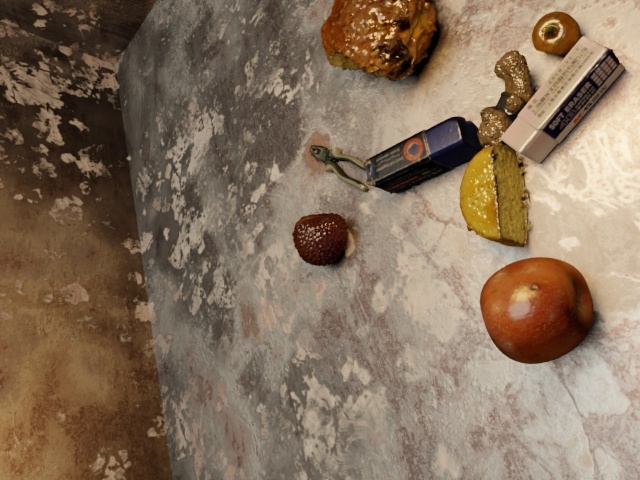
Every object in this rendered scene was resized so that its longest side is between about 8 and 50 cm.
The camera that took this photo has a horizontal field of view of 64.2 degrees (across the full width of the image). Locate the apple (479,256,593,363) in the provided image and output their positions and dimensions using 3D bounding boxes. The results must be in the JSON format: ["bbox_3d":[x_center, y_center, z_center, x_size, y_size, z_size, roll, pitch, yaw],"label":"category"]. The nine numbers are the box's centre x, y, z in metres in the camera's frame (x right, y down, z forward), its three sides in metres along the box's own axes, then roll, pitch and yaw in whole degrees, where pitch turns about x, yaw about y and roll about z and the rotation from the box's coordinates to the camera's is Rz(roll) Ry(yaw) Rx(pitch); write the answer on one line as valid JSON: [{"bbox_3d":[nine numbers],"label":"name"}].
[{"bbox_3d":[0.486,0.150,1.145,0.253,0.253,0.254,-10,76,43],"label":"apple"}]

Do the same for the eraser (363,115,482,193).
[{"bbox_3d":[0.292,-0.238,1.477,0.332,0.154,0.102,-22,70,39],"label":"eraser"}]

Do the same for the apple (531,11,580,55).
[{"bbox_3d":[0.590,-0.515,1.273,0.114,0.101,0.099,28,115,36],"label":"apple"}]

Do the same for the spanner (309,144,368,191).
[{"bbox_3d":[0.065,-0.268,1.782,0.324,0.040,0.096,37,108,40],"label":"spanner"}]

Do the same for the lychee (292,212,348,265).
[{"bbox_3d":[0.000,0.000,1.709,0.188,0.188,0.188,-10,76,43],"label":"lychee"}]

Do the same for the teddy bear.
[{"bbox_3d":[0.492,-0.361,1.326,0.129,0.182,0.252,19,96,8],"label":"teddy bear"}]

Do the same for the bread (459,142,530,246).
[{"bbox_3d":[0.437,-0.105,1.309,0.147,0.160,0.261,-11,81,49],"label":"bread"}]

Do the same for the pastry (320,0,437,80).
[{"bbox_3d":[0.188,-0.671,1.562,0.405,0.292,0.338,42,113,58],"label":"pastry"}]

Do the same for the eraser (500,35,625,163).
[{"bbox_3d":[0.578,-0.327,1.227,0.287,0.130,0.086,-55,48,24],"label":"eraser"}]
